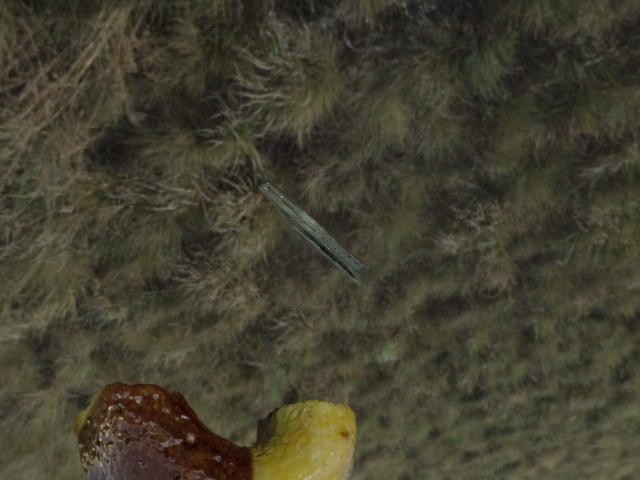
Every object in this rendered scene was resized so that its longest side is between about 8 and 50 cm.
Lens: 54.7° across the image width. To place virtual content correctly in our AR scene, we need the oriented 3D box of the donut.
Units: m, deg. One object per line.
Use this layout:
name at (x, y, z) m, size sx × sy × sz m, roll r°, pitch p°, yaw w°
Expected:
donut at (-0.088, 0.216, 0.578) m, size 0.294 × 0.151 × 0.112 m, roll 8°, pitch 137°, yaw -13°

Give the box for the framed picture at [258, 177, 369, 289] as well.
framed picture at (0.000, 0.000, 0.760) m, size 0.015 × 0.150 × 0.203 m, roll -48°, pitch 170°, yaw -3°
